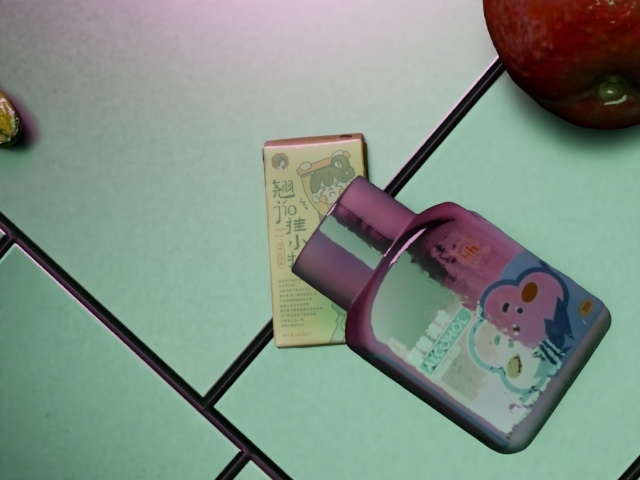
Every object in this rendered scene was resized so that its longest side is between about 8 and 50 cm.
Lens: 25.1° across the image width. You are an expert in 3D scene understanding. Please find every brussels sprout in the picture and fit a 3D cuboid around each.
[{"bbox_3d":[-0.253,-0.098,1.035,0.083,0.051,0.046,35,124,-14],"label":"brussels sprout"}]

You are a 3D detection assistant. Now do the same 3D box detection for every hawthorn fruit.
[{"bbox_3d":[0.183,-0.158,0.911,0.173,0.173,0.172,-1,86,9],"label":"hawthorn fruit"}]

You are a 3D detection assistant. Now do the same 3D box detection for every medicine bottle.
[{"bbox_3d":[0.080,0.041,0.937,0.188,0.094,0.119,35,84,3],"label":"medicine bottle"}]

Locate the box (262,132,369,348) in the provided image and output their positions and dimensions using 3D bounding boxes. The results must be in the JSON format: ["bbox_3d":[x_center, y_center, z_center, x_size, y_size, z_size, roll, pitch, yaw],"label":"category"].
[{"bbox_3d":[0.000,0.000,1.001,0.073,0.020,0.149,-5,85,9],"label":"box"}]
